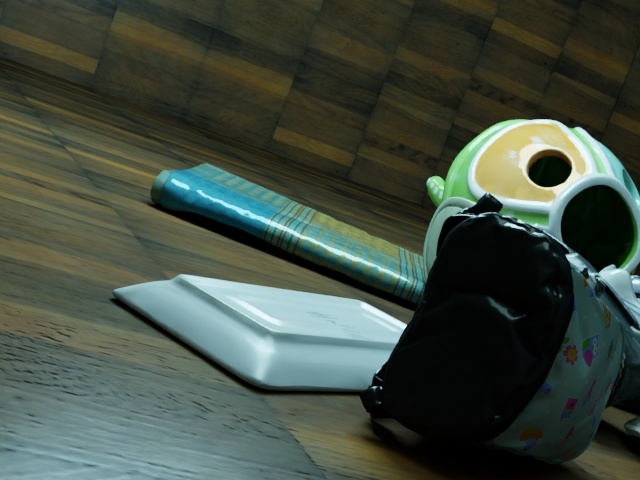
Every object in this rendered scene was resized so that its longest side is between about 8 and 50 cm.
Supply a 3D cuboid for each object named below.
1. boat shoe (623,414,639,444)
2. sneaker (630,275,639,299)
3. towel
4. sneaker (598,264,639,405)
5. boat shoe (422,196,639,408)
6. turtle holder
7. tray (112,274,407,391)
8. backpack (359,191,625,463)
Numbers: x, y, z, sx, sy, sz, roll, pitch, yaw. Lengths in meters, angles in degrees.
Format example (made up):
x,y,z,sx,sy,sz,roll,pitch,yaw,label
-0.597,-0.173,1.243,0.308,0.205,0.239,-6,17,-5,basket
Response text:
x,y,z,sx,sy,sz,roll,pitch,yaw,label
0.286,0.162,0.819,0.065,0.075,0.206,67,11,9,boat shoe
0.402,0.147,1.206,0.223,0.098,0.083,44,-10,5,sneaker
0.000,0.000,1.231,0.370,0.040,0.271,23,8,3,towel
0.379,0.122,1.024,0.297,0.129,0.111,22,4,-7,sneaker
0.203,0.055,0.982,0.113,0.127,0.340,10,13,-22,boat shoe
0.294,0.007,1.326,0.243,0.321,0.227,-11,11,-18,turtle holder
-0.003,0.065,0.742,0.145,0.030,0.270,27,9,37,tray
0.119,0.073,0.656,0.115,0.152,0.182,31,-2,28,backpack
